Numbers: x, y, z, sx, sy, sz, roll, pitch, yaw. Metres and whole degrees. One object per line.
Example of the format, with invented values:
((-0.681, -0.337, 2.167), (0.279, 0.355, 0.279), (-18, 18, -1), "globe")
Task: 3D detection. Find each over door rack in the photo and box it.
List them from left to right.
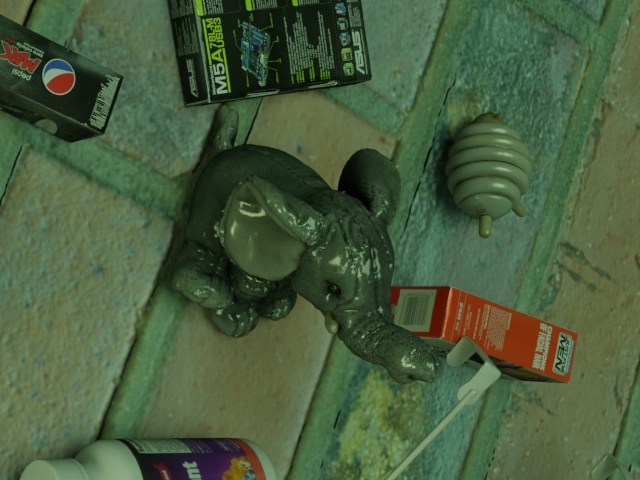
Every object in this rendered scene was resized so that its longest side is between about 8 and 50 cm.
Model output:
((0.128, 0.282, 1.449), (0.239, 0.108, 0.324), (40, 84, -29), "over door rack")

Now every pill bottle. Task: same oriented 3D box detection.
((-0.138, 0.211, 1.299), (0.193, 0.108, 0.108), (4, 85, -37), "pill bottle")

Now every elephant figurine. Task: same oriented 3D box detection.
((0.000, 0.000, 1.331), (0.186, 0.239, 0.169), (44, 64, -27), "elephant figurine")

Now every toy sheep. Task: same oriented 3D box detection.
((0.160, -0.063, 1.554), (0.091, 0.091, 0.132), (20, 58, -35), "toy sheep")

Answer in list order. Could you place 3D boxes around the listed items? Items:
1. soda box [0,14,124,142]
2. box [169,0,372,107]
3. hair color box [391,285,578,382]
((-0.242, -0.135, 1.268), (0.169, 0.060, 0.053), (26, 71, -32), "soda box")
((-0.048, -0.220, 1.430), (0.184, 0.045, 0.190), (-13, 96, -34), "box")
((0.148, 0.089, 1.531), (0.167, 0.093, 0.053), (19, 77, -34), "hair color box")
